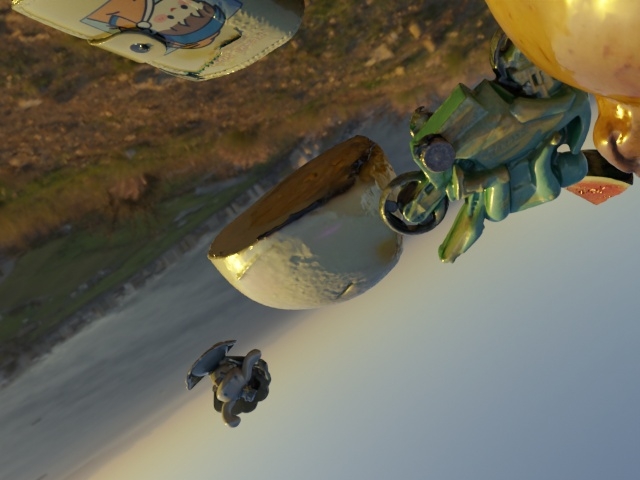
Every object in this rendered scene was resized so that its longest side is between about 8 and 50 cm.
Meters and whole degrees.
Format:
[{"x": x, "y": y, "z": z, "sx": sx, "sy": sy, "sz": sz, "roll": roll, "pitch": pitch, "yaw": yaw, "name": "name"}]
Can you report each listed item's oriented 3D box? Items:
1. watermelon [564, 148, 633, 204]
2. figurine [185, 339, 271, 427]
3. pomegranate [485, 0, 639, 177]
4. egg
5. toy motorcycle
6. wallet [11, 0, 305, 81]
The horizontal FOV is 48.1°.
[{"x": 0.462, "y": -0.106, "z": 1.194, "sx": 0.125, "sy": 0.094, "sz": 0.135, "roll": -1, "pitch": -155, "yaw": 33, "name": "watermelon"}, {"x": -0.101, "y": 0.162, "z": 0.838, "sx": 0.094, "sy": 0.086, "sz": 0.082, "roll": -45, "pitch": 171, "yaw": 4, "name": "figurine"}, {"x": 0.285, "y": -0.248, "z": 0.552, "sx": 0.410, "sy": 0.410, "sz": 0.410, "roll": -35, "pitch": 175, "yaw": -3, "name": "pomegranate"}, {"x": 0.000, "y": 0.000, "z": 1.095, "sx": 0.337, "sy": 0.201, "sz": 0.337, "roll": -32, "pitch": -168, "yaw": 8, "name": "egg"}, {"x": 0.203, "y": -0.102, "z": 0.825, "sx": 0.296, "sy": 0.198, "sz": 0.109, "roll": -49, "pitch": -161, "yaw": 24, "name": "toy motorcycle"}, {"x": -0.097, "y": -0.146, "z": 0.445, "sx": 0.110, "sy": 0.039, "sz": 0.155, "roll": -20, "pitch": 161, "yaw": 35, "name": "wallet"}]
